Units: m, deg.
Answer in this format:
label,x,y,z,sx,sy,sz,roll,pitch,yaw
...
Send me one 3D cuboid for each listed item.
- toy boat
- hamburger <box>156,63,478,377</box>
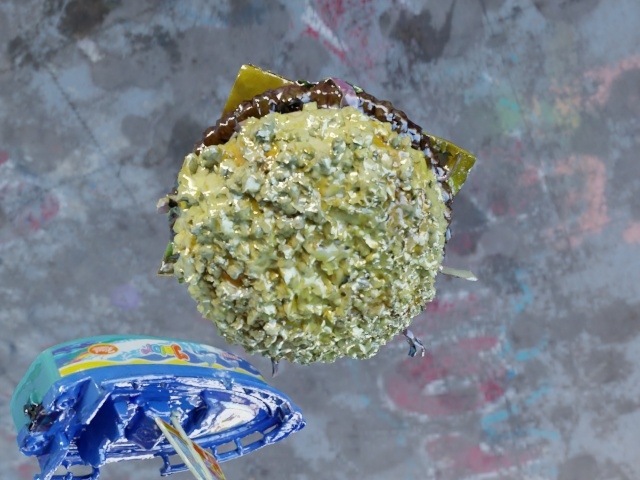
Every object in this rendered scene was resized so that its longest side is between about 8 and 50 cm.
label,x,y,z,sx,sy,sz,roll,pitch,yaw
toy boat,-0.068,0.111,0.553,0.175,0.110,0.091,6,132,-44
hamburger,0.000,0.000,0.815,0.261,0.139,0.243,15,117,-16
